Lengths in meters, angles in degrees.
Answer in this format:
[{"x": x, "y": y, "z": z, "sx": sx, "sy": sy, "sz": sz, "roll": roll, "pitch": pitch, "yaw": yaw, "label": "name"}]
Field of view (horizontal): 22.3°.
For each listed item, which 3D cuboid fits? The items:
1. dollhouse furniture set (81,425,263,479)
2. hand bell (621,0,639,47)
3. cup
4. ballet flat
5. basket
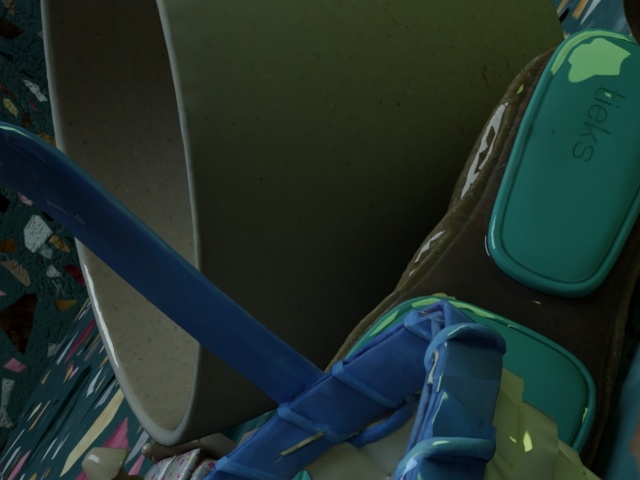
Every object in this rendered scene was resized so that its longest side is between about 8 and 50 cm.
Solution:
[{"x": -0.209, "y": 0.247, "z": 1.132, "sx": 0.303, "sy": 0.174, "sz": 0.355, "roll": -60, "pitch": 11, "yaw": -24, "label": "dollhouse furniture set"}, {"x": 0.207, "y": -0.177, "z": 0.663, "sx": 0.126, "sy": 0.126, "sz": 0.242, "roll": -41, "pitch": 23, "yaw": 52, "label": "hand bell"}, {"x": -0.004, "y": -0.074, "z": 0.893, "sx": 0.237, "sy": 0.331, "sz": 0.331, "roll": -11, "pitch": 0, "yaw": -18, "label": "cup"}, {"x": 0.071, "y": 0.051, "z": 0.719, "sx": 0.124, "sy": 0.116, "sz": 0.342, "roll": 105, "pitch": -169, "yaw": -54, "label": "ballet flat"}, {"x": -0.039, "y": 0.123, "z": 0.425, "sx": 0.201, "sy": 0.289, "sz": 0.255, "roll": -38, "pitch": 16, "yaw": 42, "label": "basket"}]
